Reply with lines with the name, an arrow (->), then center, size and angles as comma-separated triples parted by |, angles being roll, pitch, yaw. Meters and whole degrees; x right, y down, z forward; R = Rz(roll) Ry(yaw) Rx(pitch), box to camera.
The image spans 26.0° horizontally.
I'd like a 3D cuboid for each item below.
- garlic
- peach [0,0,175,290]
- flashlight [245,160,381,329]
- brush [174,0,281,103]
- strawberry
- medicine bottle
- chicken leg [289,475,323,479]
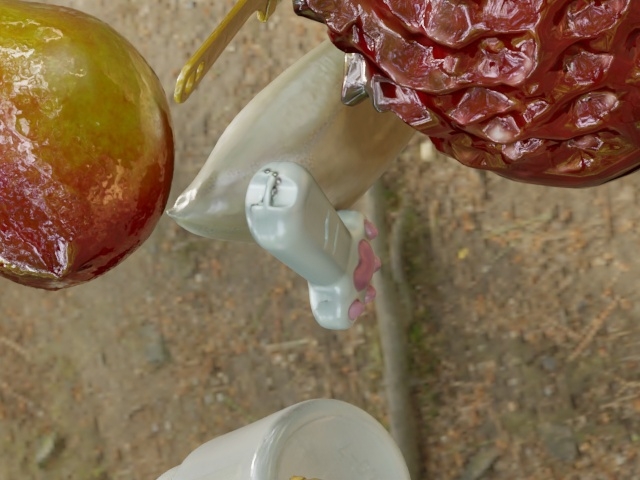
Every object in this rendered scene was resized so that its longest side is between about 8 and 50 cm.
garlic -> 0.011, -0.092, 1.101 | 0.112, 0.318, 0.143 | 30, 152, 20
peach -> -0.188, -0.055, 0.929 | 0.197, 0.197, 0.197 | 6, 98, 46
flashlight -> 0.000, 0.000, 0.991 | 0.048, 0.200, 0.093 | 4, 71, 20
brush -> -0.069, -0.205, 1.247 | 0.013, 0.272, 0.103 | 23, 136, 8
strawberry -> 0.156, -0.200, 0.746 | 0.345, 0.295, 0.317 | -22, 107, 44
medicine bottle -> -0.067, 0.319, 1.611 | 0.340, 0.208, 0.208 | -31, 71, 53
chicken leg -> 0.004, 0.252, 1.073 | 0.101, 0.085, 0.207 | 27, 157, 36
